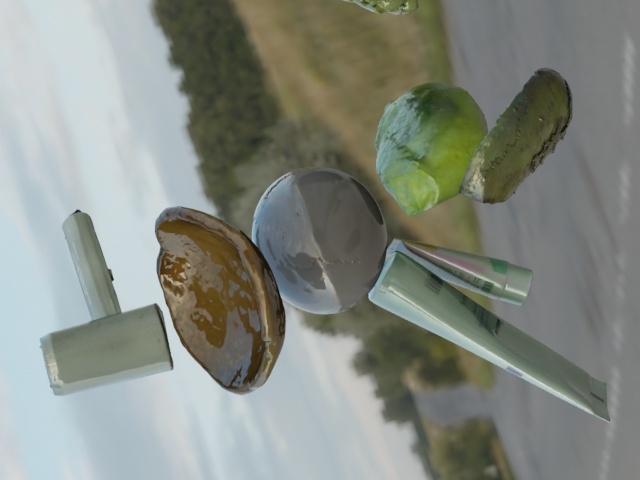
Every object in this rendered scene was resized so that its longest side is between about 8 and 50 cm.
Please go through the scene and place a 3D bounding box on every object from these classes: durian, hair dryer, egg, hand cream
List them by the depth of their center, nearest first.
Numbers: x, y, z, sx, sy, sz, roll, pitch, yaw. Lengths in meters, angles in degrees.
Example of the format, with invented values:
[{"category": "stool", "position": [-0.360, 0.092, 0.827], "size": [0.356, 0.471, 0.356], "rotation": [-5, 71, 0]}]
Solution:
[{"category": "hair dryer", "position": [-0.248, 0.054, 1.815], "size": [0.073, 0.131, 0.236], "rotation": [91, 162, -51]}, {"category": "egg", "position": [0.000, 0.000, 1.846], "size": [0.198, 0.146, 0.146], "rotation": [-110, 0, -61]}, {"category": "durian", "position": [0.128, -0.120, 1.985], "size": [0.250, 0.139, 0.101], "rotation": [-85, -16, -55]}, {"category": "hand cream", "position": [0.202, 0.110, 1.991], "size": [0.321, 0.067, 0.109], "rotation": [28, -161, -3]}, {"category": "hand cream", "position": [0.165, 0.032, 2.028], "size": [0.076, 0.174, 0.047], "rotation": [115, 170, -71]}]

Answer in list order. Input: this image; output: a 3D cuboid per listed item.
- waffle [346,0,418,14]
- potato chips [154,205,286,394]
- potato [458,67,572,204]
[{"category": "waffle", "position": [-0.021, -0.356, 2.066], "size": [0.317, 0.073, 0.297], "rotation": [34, -164, 2]}, {"category": "potato chips", "position": [-0.088, 0.051, 1.644], "size": [0.208, 0.062, 0.195], "rotation": [-17, 91, 58]}, {"category": "potato", "position": [0.204, -0.097, 1.703], "size": [0.198, 0.054, 0.119], "rotation": [-42, -25, -52]}]
